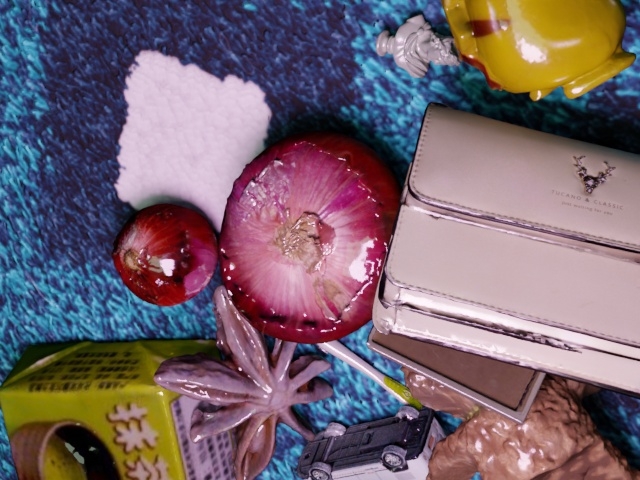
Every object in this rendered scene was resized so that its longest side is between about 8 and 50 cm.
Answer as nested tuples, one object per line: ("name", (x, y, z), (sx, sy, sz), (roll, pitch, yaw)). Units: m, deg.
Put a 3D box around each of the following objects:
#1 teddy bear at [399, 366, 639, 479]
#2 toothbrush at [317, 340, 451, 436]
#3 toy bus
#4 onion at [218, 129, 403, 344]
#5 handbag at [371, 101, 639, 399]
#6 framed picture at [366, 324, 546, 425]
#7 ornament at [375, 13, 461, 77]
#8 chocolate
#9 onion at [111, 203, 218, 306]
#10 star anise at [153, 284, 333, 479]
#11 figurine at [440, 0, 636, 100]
("teddy bear", (0.232, 0.218, 1.475), (0.246, 0.222, 0.296), (-34, 136, 9))
("toothbrush", (0.096, 0.192, 1.579), (0.263, 0.022, 0.026), (35, 132, 5))
("toy bus", (0.067, 0.272, 1.576), (0.194, 0.087, 0.089), (-18, 121, 33))
("onion", (-0.007, -0.003, 1.467), (0.248, 0.161, 0.248), (1, 98, 9))
("handbag", (0.253, 0.006, 1.308), (0.358, 0.237, 0.160), (14, 152, 4))
("framed picture", (0.189, 0.041, 1.391), (0.192, 0.018, 0.265), (27, 76, 7))
("ornament", (0.109, -0.214, 1.411), (0.092, 0.041, 0.068), (-16, 98, 34))
("chocolate", (-0.262, 0.289, 1.681), (0.289, 0.137, 0.301), (-3, 107, 21))
("onion", (-0.191, 0.018, 1.567), (0.131, 0.131, 0.131), (7, 112, 18))
("star anise", (-0.091, 0.172, 1.576), (0.198, 0.110, 0.257), (-38, 120, -1))
("figurine", (0.188, -0.297, 1.286), (0.169, 0.218, 0.327), (-18, 97, -16))
